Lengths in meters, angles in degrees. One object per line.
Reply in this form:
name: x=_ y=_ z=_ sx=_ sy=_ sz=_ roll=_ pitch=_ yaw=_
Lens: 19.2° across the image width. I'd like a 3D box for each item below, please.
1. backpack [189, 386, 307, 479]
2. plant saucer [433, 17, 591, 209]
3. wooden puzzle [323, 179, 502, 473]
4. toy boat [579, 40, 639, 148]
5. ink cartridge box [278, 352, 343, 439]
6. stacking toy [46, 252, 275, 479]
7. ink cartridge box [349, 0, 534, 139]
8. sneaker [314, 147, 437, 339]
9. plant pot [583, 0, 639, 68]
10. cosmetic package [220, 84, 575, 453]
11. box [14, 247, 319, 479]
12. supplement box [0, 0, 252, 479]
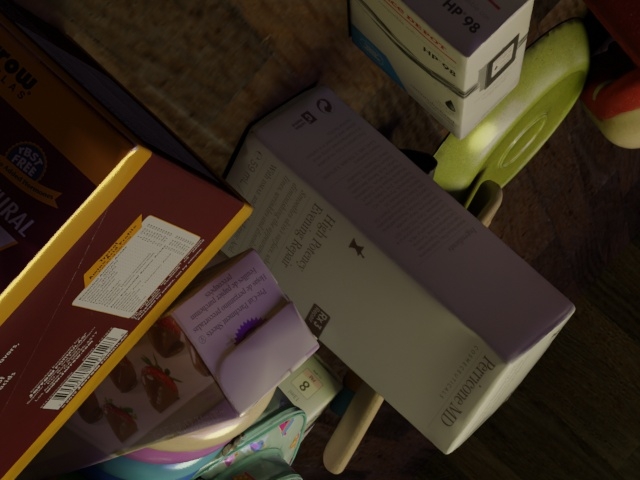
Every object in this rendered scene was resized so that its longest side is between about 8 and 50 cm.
backpack: x=-0.093 y=0.190 z=1.543 sx=0.188 sy=0.144 sz=0.166 roll=-43 pitch=161 yaw=-30
plant saucer: x=0.178 y=-0.103 z=1.773 sx=0.241 sy=0.037 sz=0.241 roll=-44 pitch=166 yaw=-14
wooden puzzle: x=0.077 y=0.077 z=1.745 sx=0.239 sy=0.044 sz=0.221 roll=-56 pitch=175 yaw=-35
toy boat: x=0.319 y=-0.180 z=1.794 sx=0.151 sy=0.151 sz=0.231 roll=-14 pitch=-164 yaw=1
ink cartridge box: x=-0.093 y=0.214 z=1.743 sx=0.232 sy=0.066 sz=0.189 roll=-44 pitch=175 yaw=-25
stacking toy: x=-0.134 y=0.134 z=1.292 sx=0.141 sy=0.141 sz=0.330 roll=-39 pitch=169 yaw=-32
ink cartridge box: x=0.072 y=-0.144 z=1.164 sx=0.060 sy=0.104 sz=0.180 roll=-44 pitch=166 yaw=-10
sneaker: x=0.000 y=0.000 z=1.464 sx=0.222 sy=0.083 sz=0.118 roll=-25 pitch=136 yaw=-43
plant pot: x=0.263 y=-0.229 z=1.146 sx=0.267 sy=0.235 sz=0.267 roll=-53 pitch=-175 yaw=23
cosmetic package: x=0.042 y=0.019 z=1.260 sx=0.085 sy=0.231 sz=0.117 roll=-36 pitch=162 yaw=-40
box: x=-0.118 y=0.080 z=1.032 sx=0.067 sy=0.063 sz=0.324 roll=-37 pitch=-172 yaw=-35
supplement box: x=-0.157 y=0.003 z=0.806 sx=0.191 sy=0.129 sz=0.194 roll=-48 pitch=167 yaw=3
